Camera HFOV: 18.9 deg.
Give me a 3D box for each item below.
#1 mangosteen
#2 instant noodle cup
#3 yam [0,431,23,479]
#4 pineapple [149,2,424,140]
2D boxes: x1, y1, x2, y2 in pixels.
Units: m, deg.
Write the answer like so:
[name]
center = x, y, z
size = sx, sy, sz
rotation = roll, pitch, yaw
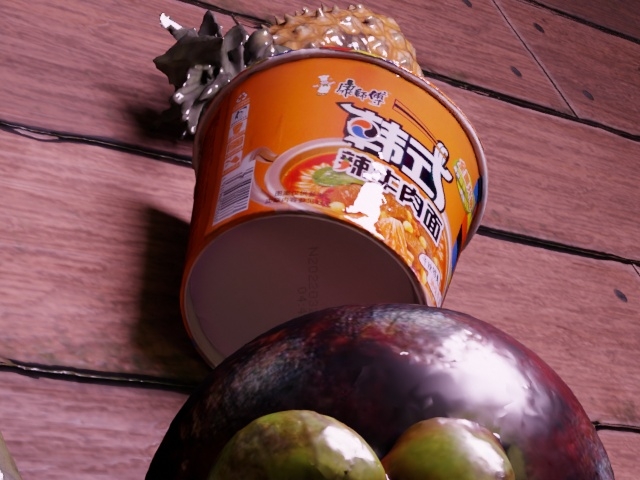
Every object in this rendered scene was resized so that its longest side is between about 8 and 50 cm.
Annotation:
[mangosteen]
center = 0.036, 0.195, 1.154
size = 0.306, 0.306, 0.359
rotation = 41, 8, -4
[instant noodle cup]
center = 0.000, 0.000, 1.525
size = 0.250, 0.250, 0.192
rotation = 36, 34, -14
[yam]
center = -0.212, 0.161, 1.111
size = 0.106, 0.106, 0.259
rotation = 7, 42, -50
[pineapple]
center = -0.046, -0.136, 1.771
size = 0.340, 0.169, 0.169
rotation = -13, 59, -53
